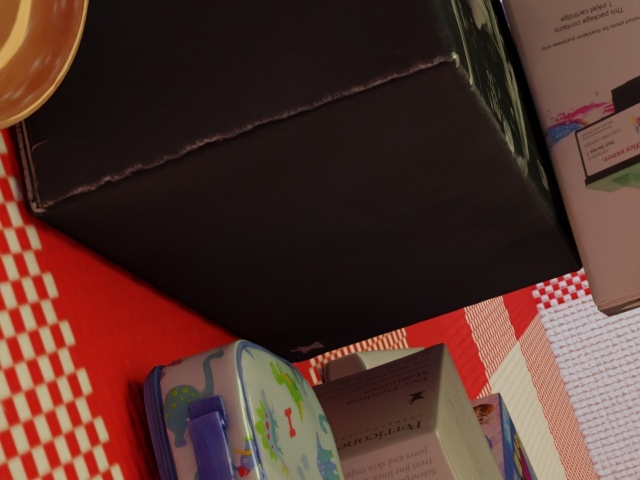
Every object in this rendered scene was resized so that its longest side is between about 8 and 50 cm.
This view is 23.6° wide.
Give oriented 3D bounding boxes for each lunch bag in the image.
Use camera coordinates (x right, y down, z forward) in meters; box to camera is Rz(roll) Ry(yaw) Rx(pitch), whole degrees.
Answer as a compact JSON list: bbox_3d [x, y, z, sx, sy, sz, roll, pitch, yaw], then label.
[{"bbox_3d":[-0.041,0.181,1.022,0.176,0.090,0.219,37,36,-69],"label":"lunch bag"}]

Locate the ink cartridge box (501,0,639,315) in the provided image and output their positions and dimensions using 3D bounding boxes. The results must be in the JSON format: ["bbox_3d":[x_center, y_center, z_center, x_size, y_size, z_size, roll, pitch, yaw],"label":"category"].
[{"bbox_3d":[0.245,-0.088,1.256,0.201,0.117,0.278,16,58,-76],"label":"ink cartridge box"}]

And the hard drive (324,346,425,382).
[{"bbox_3d":[0.098,0.229,1.614,0.353,0.047,0.233,13,59,-75],"label":"hard drive"}]

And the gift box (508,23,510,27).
[{"bbox_3d":[0.179,-0.138,2.049,0.276,0.255,0.258,-73,140,-78],"label":"gift box"}]

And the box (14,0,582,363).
[{"bbox_3d":[-0.032,-0.204,1.192,0.480,0.297,0.471,40,34,-66],"label":"box"}]

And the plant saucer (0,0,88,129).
[{"bbox_3d":[-0.204,-0.157,0.828,0.200,0.037,0.200,4,85,-57],"label":"plant saucer"}]

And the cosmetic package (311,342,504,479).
[{"bbox_3d":[0.057,0.202,1.254,0.183,0.151,0.151,-71,140,-71],"label":"cosmetic package"}]

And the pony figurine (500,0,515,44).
[{"bbox_3d":[0.095,-0.154,1.620,0.363,0.351,0.302,-31,105,-54],"label":"pony figurine"}]

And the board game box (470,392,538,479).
[{"bbox_3d":[0.265,0.411,1.982,0.318,0.066,0.318,-82,150,-63],"label":"board game box"}]
